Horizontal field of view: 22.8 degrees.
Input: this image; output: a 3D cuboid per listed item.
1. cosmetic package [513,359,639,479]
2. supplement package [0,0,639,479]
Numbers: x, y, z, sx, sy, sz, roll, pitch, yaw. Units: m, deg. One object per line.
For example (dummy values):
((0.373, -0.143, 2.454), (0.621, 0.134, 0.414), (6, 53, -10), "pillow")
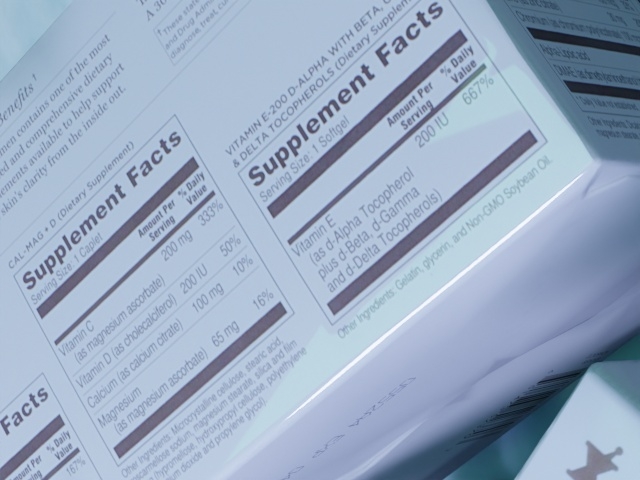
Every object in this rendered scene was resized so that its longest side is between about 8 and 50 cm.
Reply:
((0.142, 0.094, 0.413), (0.117, 0.231, 0.085), (42, 113, 32), "cosmetic package")
((0.000, 0.000, 0.525), (0.262, 0.204, 0.145), (-41, 70, 28), "supplement package")
